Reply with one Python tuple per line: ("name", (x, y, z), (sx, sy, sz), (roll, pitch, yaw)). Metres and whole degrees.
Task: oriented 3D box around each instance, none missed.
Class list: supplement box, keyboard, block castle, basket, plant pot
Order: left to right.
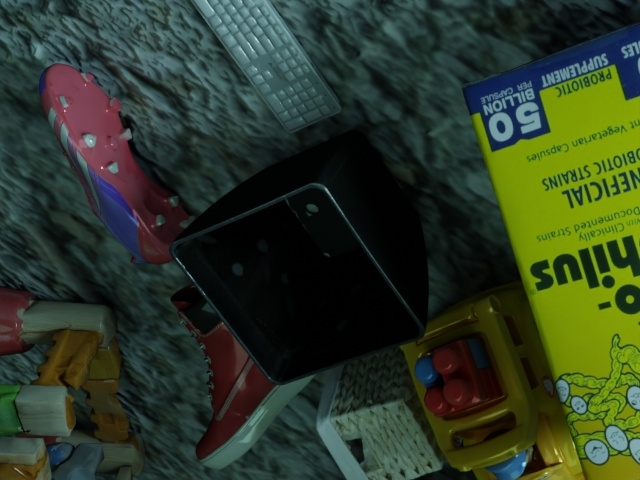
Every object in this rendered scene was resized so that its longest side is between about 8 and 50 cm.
("block castle", (-0.369, 0.293, 1.463), (0.213, 0.453, 0.303), (1, 127, 11))
("keyboard", (-0.076, -0.213, 1.251), (0.072, 0.014, 0.256), (-23, 114, 32))
("plant pot", (0.000, 0.000, 1.283), (0.188, 0.167, 0.187), (-21, 116, 33))
("basket", (0.076, 0.169, 1.384), (0.103, 0.167, 0.113), (-17, 118, 25))
("supplement box", (0.285, 0.008, 1.071), (0.194, 0.195, 0.356), (-19, 88, 30))

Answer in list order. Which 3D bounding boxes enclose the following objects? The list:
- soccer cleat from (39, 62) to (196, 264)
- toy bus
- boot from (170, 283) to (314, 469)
("soccer cleat", (-0.228, -0.072, 1.374), (0.095, 0.083, 0.248), (-17, 120, 35))
("toy bus", (0.168, 0.157, 1.267), (0.149, 0.211, 0.220), (-24, 80, 26))
("boot", (-0.118, 0.143, 1.490), (0.176, 0.088, 0.244), (34, 122, -6))
